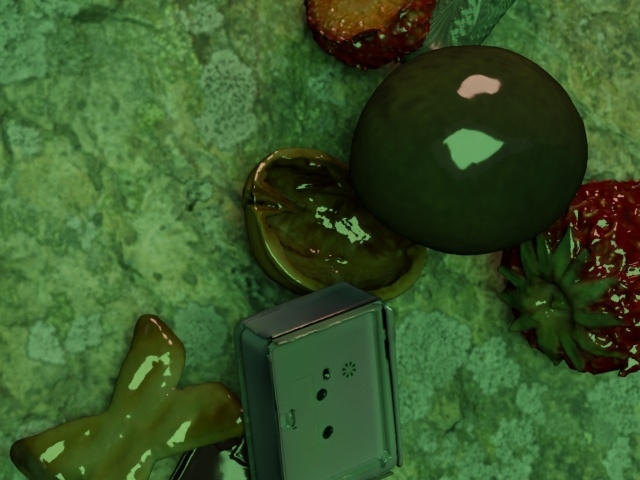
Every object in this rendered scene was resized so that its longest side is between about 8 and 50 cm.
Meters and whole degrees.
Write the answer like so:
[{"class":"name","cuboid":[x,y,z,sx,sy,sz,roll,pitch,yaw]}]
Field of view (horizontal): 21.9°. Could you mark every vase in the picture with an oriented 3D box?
[{"class":"vase","cuboid":[0.169,-0.262,1.756,0.096,0.096,0.219,35,84,-11]}]

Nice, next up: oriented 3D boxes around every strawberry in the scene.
[{"class":"strawberry","cuboid":[0.055,-0.242,1.713,0.145,0.145,0.086,-59,139,-9]},{"class":"strawberry","cuboid":[0.320,0.021,1.747,0.244,0.205,0.205,-26,95,-35]}]

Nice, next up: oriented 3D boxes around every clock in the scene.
[{"class":"clock","cuboid":[0.001,0.151,1.608,0.144,0.073,0.193,-19,117,-29]}]

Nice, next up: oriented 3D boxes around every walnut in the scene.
[{"class":"walnut","cuboid":[0.000,0.002,1.701,0.211,0.087,0.167,23,53,-21]}]

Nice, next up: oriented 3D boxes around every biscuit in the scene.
[{"class":"biscuit","cuboid":[-0.189,0.195,1.647,0.208,0.047,0.164,-44,72,-6]}]

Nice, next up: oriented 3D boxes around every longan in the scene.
[{"class":"longan","cuboid":[0.144,-0.086,1.638,0.246,0.246,0.215,11,71,-13]}]

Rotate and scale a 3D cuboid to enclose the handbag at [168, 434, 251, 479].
[{"class":"handbag","cuboid":[-0.066,0.291,1.691,0.203,0.074,0.216,32,81,-12]}]
